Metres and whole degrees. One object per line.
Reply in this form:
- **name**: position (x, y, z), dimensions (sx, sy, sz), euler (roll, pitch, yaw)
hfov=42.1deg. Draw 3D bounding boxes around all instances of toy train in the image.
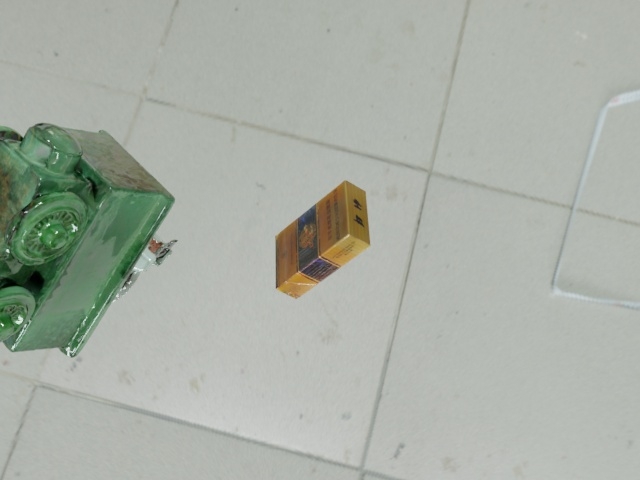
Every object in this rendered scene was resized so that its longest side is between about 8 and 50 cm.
- **toy train**: position (-0.298, 0.002, 0.857), dimensions (0.145, 0.202, 0.266), euler (43, 108, 22)

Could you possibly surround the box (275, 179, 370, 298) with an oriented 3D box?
- **box**: position (0.000, 0.000, 1.749), dimensions (0.070, 0.237, 0.152), euler (25, 43, -30)

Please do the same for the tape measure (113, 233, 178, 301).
- **tape measure**: position (-0.404, 0.007, 1.361), dimensions (0.243, 0.125, 0.246), euler (45, 100, 3)
